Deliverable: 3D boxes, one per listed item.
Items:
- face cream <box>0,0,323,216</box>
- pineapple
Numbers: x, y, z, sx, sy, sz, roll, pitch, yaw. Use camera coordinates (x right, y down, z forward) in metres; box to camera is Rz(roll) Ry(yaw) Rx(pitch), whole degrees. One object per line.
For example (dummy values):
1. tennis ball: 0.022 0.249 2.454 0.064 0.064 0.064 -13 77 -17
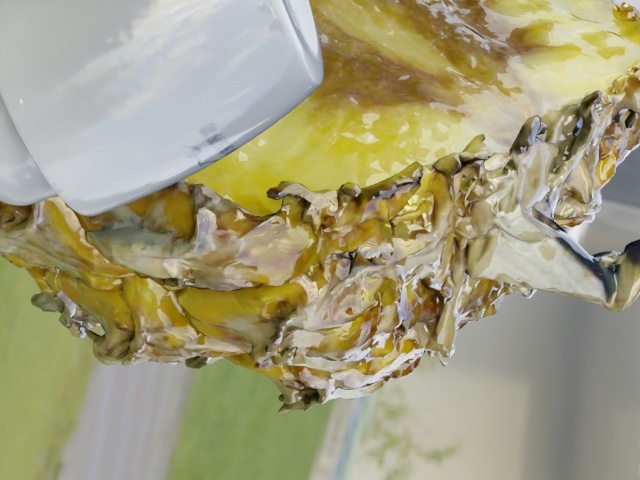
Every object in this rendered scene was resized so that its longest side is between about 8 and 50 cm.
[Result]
1. face cream: -0.053 -0.057 0.485 0.091 0.095 0.091 -18 90 -81
2. pineapple: 0.001 0.003 0.634 0.158 0.335 0.161 -128 -137 -51
